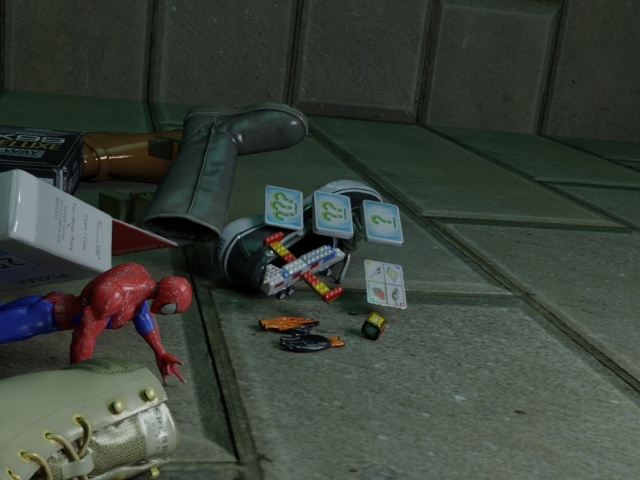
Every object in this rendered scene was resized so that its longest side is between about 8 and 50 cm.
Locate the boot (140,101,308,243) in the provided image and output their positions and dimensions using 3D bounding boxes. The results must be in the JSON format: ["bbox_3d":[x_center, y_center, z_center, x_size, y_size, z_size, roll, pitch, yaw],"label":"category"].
[{"bbox_3d":[-0.118,-0.088,1.143,0.189,0.076,0.208,-3,42,12],"label":"boot"}]

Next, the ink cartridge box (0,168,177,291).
[{"bbox_3d":[-0.330,0.021,0.867,0.296,0.066,0.261,-9,-17,20],"label":"ink cartridge box"}]

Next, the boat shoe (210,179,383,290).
[{"bbox_3d":[0.000,-0.004,1.190,0.105,0.113,0.306,26,26,35],"label":"boat shoe"}]

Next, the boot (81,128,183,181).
[{"bbox_3d":[-0.362,-0.152,1.577,0.283,0.109,0.220,15,16,37],"label":"boot"}]

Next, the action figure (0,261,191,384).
[{"bbox_3d":[-0.233,0.099,0.782,0.280,0.139,0.091,-13,14,14],"label":"action figure"}]

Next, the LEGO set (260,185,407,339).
[{"bbox_3d":[0.020,0.010,1.064,0.182,0.060,0.244,10,41,-10],"label":"LEGO set"}]

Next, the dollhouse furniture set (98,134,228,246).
[{"bbox_3d":[-0.232,-0.095,1.328,0.181,0.161,0.101,19,19,36],"label":"dollhouse furniture set"}]

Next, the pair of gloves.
[{"bbox_3d":[-0.022,0.103,0.975,0.074,0.010,0.083,0,19,-29],"label":"pair of gloves"}]

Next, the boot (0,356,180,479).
[{"bbox_3d":[-0.174,0.151,0.577,0.203,0.095,0.262,-4,14,-39],"label":"boot"}]

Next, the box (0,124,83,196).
[{"bbox_3d":[-0.458,-0.091,1.085,0.307,0.077,0.242,4,16,-9],"label":"box"}]
